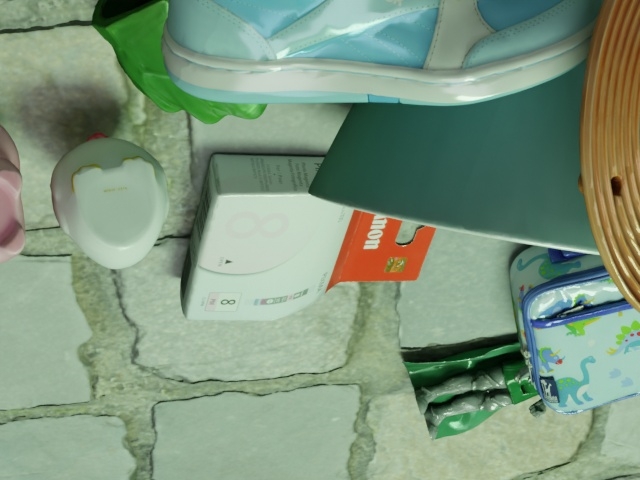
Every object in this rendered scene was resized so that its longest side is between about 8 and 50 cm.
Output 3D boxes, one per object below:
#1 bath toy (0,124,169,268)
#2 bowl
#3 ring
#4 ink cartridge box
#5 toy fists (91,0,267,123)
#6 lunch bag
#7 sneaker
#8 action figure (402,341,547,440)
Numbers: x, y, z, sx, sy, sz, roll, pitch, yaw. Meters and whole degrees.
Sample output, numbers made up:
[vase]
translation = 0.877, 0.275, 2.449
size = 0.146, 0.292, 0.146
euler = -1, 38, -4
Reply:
[bath toy]
translation = -0.300, -0.041, 1.607
size = 0.348, 0.151, 0.129
euler = -1, -179, -17
[bowl]
translation = 0.156, -0.088, 1.558
size = 0.312, 0.311, 0.163
euler = 7, 96, -22
[ring]
translation = 0.289, -0.096, 1.454
size = 0.032, 0.336, 0.336
euler = 10, 163, 44
[ink cartridge box]
translation = 0.000, 0.000, 1.793
size = 0.232, 0.066, 0.189
euler = 4, 141, -12
[toy fists]
translation = -0.030, -0.185, 1.506
size = 0.279, 0.096, 0.142
euler = -26, 125, 19
[lunch bag]
translation = 0.295, 0.066, 1.904
size = 0.219, 0.090, 0.176
euler = -13, 127, 0
[sneaker]
translation = 0.043, -0.205, 1.352
size = 0.319, 0.127, 0.208
euler = -5, 126, -1
[action figure]
translation = 0.212, 0.139, 2.027
size = 0.232, 0.063, 0.137
euler = -19, 140, 6
